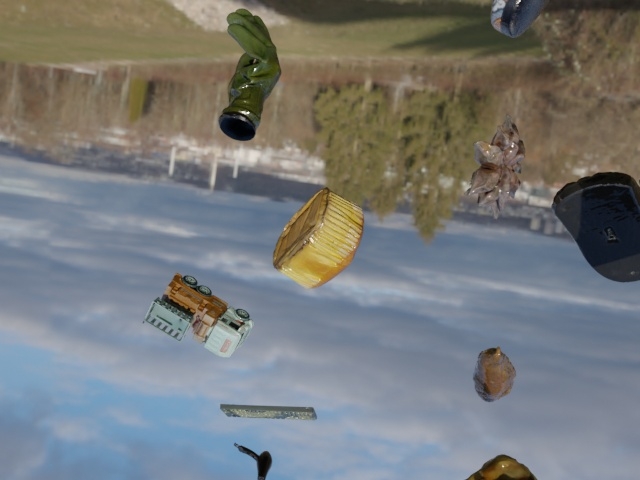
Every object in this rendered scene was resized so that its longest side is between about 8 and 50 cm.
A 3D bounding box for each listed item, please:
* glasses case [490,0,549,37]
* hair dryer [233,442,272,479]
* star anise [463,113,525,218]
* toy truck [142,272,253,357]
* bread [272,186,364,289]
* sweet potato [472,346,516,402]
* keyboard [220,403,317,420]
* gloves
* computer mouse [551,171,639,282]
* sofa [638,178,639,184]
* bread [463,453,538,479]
[{"bbox_3d":[0.348,-0.455,1.260,0.082,0.321,0.122,31,-172,20],"label":"glasses case"},{"bbox_3d":[-0.129,0.409,1.584,0.083,0.031,0.079,31,-160,-7],"label":"hair dryer"},{"bbox_3d":[0.336,-0.142,1.584,0.065,0.182,0.195,12,169,41],"label":"star anise"},{"bbox_3d":[-0.222,0.149,1.569,0.177,0.080,0.115,30,-154,1],"label":"toy truck"},{"bbox_3d":[0.000,0.000,1.514,0.114,0.132,0.190,28,137,-23],"label":"bread"},{"bbox_3d":[0.268,0.203,1.312,0.068,0.060,0.206,-7,152,8],"label":"sweet potato"},{"bbox_3d":[-0.096,0.321,1.585,0.176,0.014,0.055,1,154,9],"label":"keyboard"},{"bbox_3d":[-0.125,-0.300,1.521,0.107,0.268,0.135,10,153,-20],"label":"gloves"},{"bbox_3d":[0.495,-0.034,1.452,0.137,0.086,0.270,-23,131,26],"label":"computer mouse"},{"bbox_3d":[0.519,0.010,1.016,0.200,0.258,0.182,-22,168,19],"label":"sofa"},{"bbox_3d":[0.175,0.445,0.842,0.191,0.314,0.370,38,-163,-42],"label":"bread"}]
